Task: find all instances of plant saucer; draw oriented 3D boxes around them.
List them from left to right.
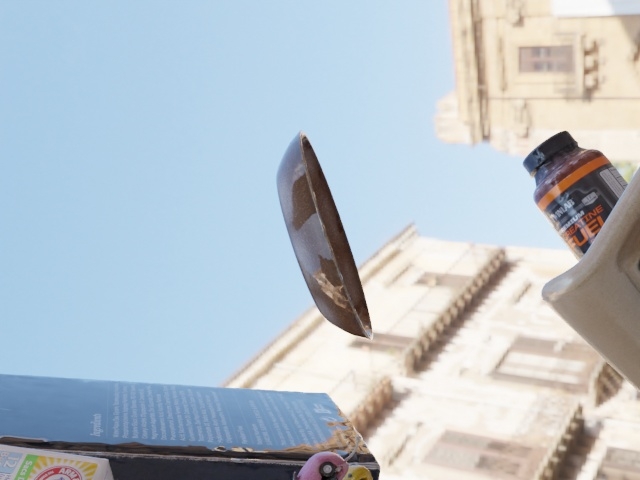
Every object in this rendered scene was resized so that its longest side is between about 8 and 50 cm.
[{"bbox_3d":[0.000,0.000,0.890,0.198,0.036,0.199,-19,-90,-84],"label":"plant saucer"}]

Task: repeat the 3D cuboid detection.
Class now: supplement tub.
[{"bbox_3d":[0.331,-0.037,1.201,0.198,0.106,0.106,55,-153,16],"label":"supplement tub"}]

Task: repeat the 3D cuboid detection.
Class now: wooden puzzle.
[{"bbox_3d":[0.235,-0.024,0.528,0.239,0.044,0.221,-54,-41,0],"label":"wooden puzzle"}]

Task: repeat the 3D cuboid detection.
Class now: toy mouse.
[{"bbox_3d":[-0.013,0.241,0.923,0.143,0.031,0.161,-17,-41,-35],"label":"toy mouse"}]

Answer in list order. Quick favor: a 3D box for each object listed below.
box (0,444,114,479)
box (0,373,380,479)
[{"bbox_3d":[-0.232,0.261,0.724,0.203,0.114,0.103,-73,-15,-50],"label":"box"},{"bbox_3d":[-0.212,0.438,1.210,0.297,0.471,0.480,-148,64,-75],"label":"box"}]
